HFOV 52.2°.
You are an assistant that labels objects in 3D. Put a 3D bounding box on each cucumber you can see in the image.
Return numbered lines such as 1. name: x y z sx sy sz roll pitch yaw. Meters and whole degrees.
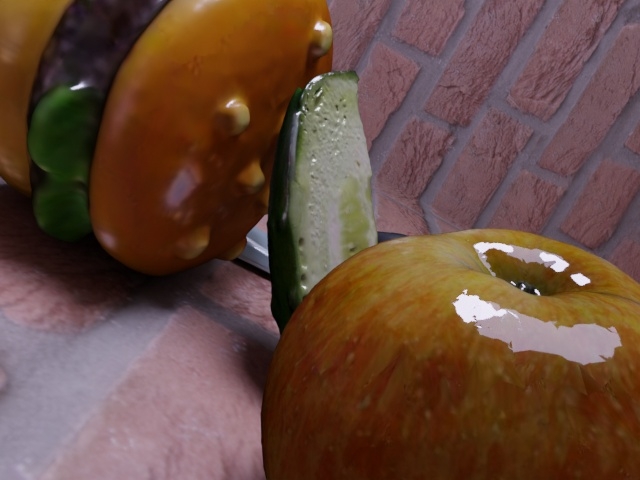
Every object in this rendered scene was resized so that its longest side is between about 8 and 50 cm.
1. cucumber: -0.003 0.000 0.647 0.145 0.325 0.105 -7 3 -41

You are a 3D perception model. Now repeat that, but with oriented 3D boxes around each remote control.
1. remote control: -0.135 -0.018 0.937 0.293 0.051 0.103 29 14 -6

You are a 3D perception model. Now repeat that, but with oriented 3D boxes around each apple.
1. apple: 0.113 0.112 0.444 0.309 0.249 0.277 -26 23 -25

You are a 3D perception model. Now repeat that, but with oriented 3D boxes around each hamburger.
1. hamburger: -0.157 -0.157 0.707 0.278 0.395 0.396 31 14 16

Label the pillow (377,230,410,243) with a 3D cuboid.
1. pillow: 0.178 0.060 1.167 0.186 0.106 0.250 41 14 36
